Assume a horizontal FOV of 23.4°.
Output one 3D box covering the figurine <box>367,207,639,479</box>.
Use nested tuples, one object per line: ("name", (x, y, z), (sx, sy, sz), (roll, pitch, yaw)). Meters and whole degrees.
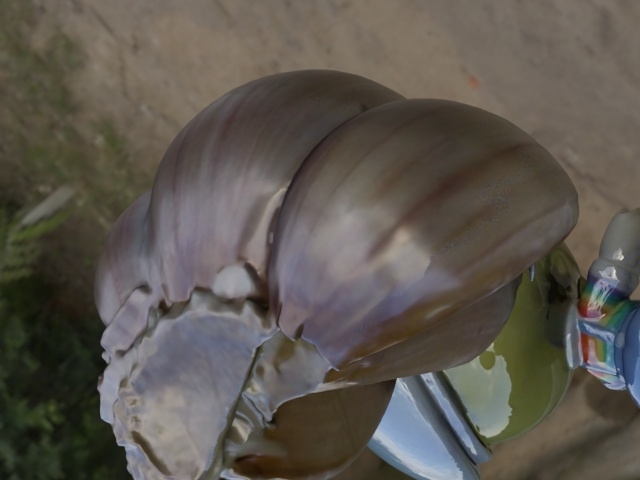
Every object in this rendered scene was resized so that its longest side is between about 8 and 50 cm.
("figurine", (0.167, 0.068, 1.137), (0.381, 0.205, 0.225), (-12, 123, 28))

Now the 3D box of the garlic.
("garlic", (0.000, 0.000, 0.664), (0.160, 0.191, 0.214), (46, 129, 13))
